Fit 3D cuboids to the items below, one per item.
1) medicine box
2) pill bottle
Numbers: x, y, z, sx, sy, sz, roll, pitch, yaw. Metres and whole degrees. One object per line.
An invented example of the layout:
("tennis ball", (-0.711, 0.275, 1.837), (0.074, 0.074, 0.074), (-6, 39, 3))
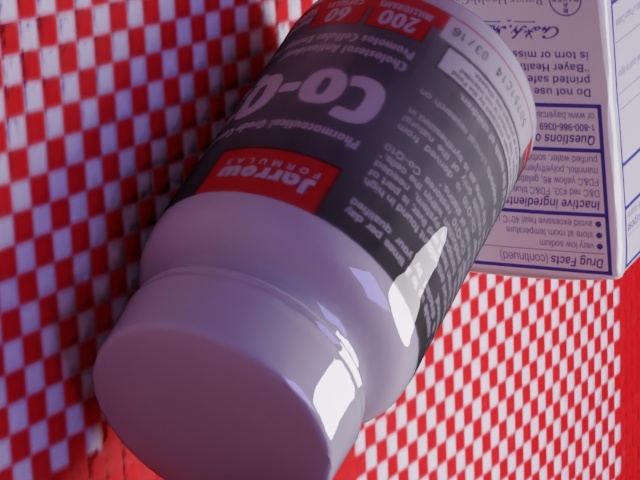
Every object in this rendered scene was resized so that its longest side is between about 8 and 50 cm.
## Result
("medicine box", (0.183, -0.152, 1.423), (0.263, 0.149, 0.289), (-36, 125, -54))
("pill bottle", (0.000, 0.000, 1.096), (0.283, 0.161, 0.161), (-59, 142, -40))
